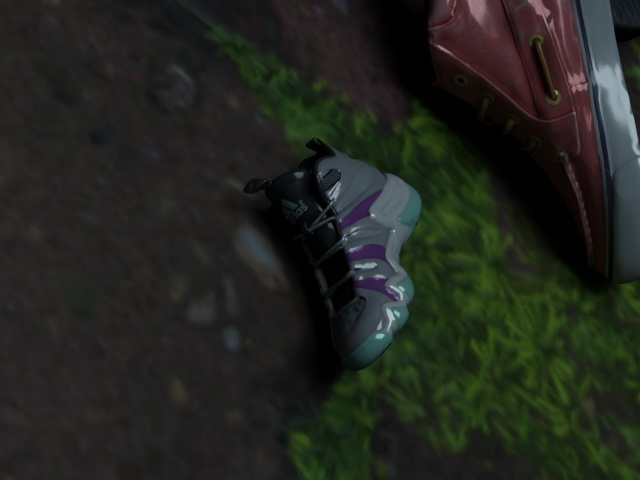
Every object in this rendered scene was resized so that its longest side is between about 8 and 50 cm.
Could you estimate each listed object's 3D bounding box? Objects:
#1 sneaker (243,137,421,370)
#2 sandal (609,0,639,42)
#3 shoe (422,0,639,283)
[{"bbox_3d":[0.000,0.000,0.637,0.069,0.038,0.098,33,35,-20],"label":"sneaker"},{"bbox_3d":[0.150,-0.145,0.873,0.254,0.054,0.097,-15,82,-52],"label":"sandal"},{"bbox_3d":[0.091,-0.063,0.750,0.063,0.081,0.178,-81,160,-82],"label":"shoe"}]
